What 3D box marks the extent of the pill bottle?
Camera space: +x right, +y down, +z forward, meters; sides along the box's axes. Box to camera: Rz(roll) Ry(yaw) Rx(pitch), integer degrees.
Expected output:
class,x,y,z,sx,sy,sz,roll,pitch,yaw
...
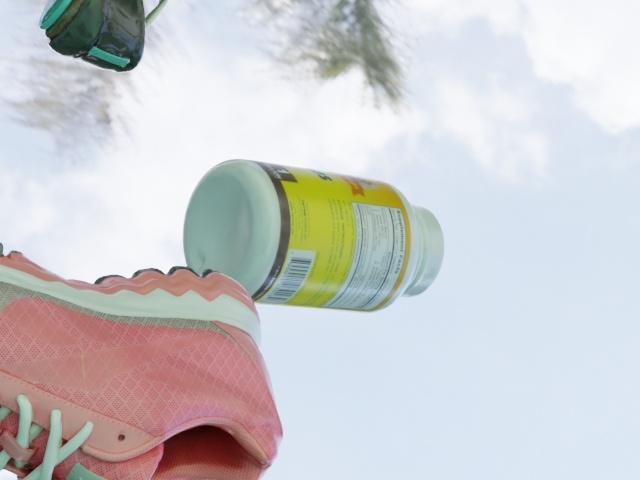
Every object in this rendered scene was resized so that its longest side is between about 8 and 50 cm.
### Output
class,x,y,z,sx,sy,sz,roll,pitch,yaw
pill bottle,0.000,0.000,1.313,0.117,0.215,0.117,-9,-101,48

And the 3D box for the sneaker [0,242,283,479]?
class,x,y,z,sx,sy,sz,roll,pitch,yaw
sneaker,-0.147,0.085,0.868,0.116,0.313,0.136,-55,-132,37

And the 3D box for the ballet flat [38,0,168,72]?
class,x,y,z,sx,sy,sz,roll,pitch,yaw
ballet flat,-0.169,-0.239,1.314,0.095,0.096,0.280,-36,-146,38
